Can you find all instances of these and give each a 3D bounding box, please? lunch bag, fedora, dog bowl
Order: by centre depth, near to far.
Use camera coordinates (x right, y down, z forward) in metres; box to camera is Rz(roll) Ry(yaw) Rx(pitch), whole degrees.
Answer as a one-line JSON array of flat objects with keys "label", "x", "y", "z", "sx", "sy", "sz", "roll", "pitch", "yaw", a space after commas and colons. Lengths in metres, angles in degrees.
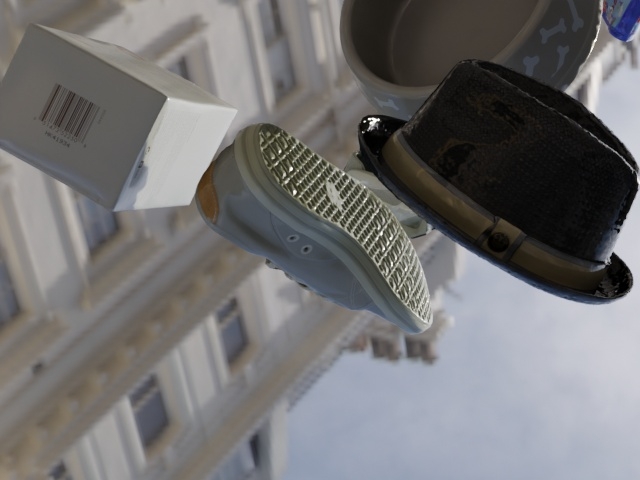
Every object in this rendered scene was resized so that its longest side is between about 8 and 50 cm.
[{"label": "fedora", "x": 0.210, "y": -0.081, "z": 1.539, "sx": 0.334, "sy": 0.152, "sz": 0.334, "roll": 28, "pitch": -160, "yaw": -11}, {"label": "dog bowl", "x": 0.178, "y": -0.292, "z": 1.889, "sx": 0.348, "sy": 0.102, "sz": 0.349, "roll": -16, "pitch": -123, "yaw": 25}, {"label": "lunch bag", "x": 0.561, "y": -0.474, "z": 2.537, "sx": 0.138, "sy": 0.221, "sz": 0.293, "roll": 24, "pitch": -153, "yaw": -5}]

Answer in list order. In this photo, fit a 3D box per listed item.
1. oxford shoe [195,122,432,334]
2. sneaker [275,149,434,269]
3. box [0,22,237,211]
[{"label": "oxford shoe", "x": 0.000, "y": 0.000, "z": 1.847, "sx": 0.130, "sy": 0.449, "sz": 0.169, "roll": -28, "pitch": -128, "yaw": 22}, {"label": "sneaker", "x": 0.050, "y": -0.055, "z": 2.184, "sx": 0.330, "sy": 0.146, "sz": 0.122, "roll": -19, "pitch": -171, "yaw": 25}, {"label": "box", "x": -0.283, "y": -0.164, "z": 2.045, "sx": 0.215, "sy": 0.168, "sz": 0.345, "roll": 29, "pitch": -172, "yaw": 10}]
